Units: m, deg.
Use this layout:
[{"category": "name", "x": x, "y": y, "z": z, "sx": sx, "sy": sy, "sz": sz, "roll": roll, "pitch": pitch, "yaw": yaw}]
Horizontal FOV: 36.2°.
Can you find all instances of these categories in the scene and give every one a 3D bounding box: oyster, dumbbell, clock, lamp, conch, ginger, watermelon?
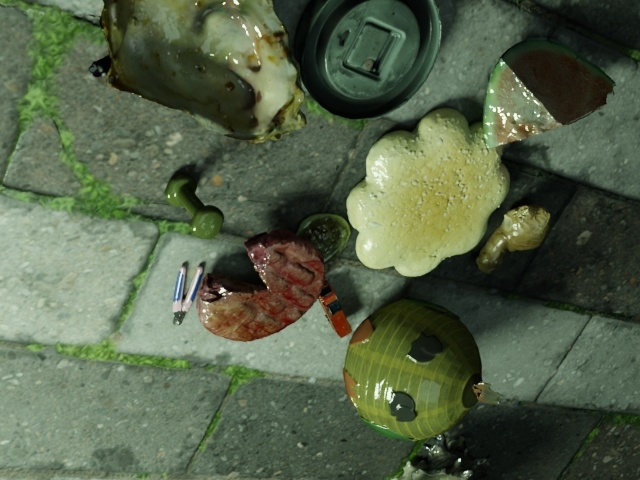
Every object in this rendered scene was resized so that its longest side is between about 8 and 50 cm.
[{"category": "oyster", "x": -0.137, "y": -0.266, "z": 1.276, "sx": 0.361, "sy": 0.096, "sz": 0.221, "roll": 21, "pitch": 106, "yaw": -38}, {"category": "dumbbell", "x": -0.180, "y": -0.049, "z": 1.388, "sx": 0.046, "sy": 0.118, "sz": 0.052, "roll": 8, "pitch": 116, "yaw": -38}, {"category": "clock", "x": 0.068, "y": -0.282, "z": 1.409, "sx": 0.226, "sy": 0.049, "sz": 0.226, "roll": -14, "pitch": 127, "yaw": -20}, {"category": "lamp", "x": 0.179, "y": 0.232, "z": 1.680, "sx": 0.250, "sy": 0.284, "sz": 0.250, "roll": -30, "pitch": 128, "yaw": -47}, {"category": "conch", "x": 0.235, "y": 0.515, "z": 2.010, "sx": 0.241, "sy": 0.186, "sz": 0.313, "roll": -5, "pitch": 144, "yaw": -19}, {"category": "ginger", "x": 0.351, "y": -0.003, "z": 1.760, "sx": 0.096, "sy": 0.067, "sz": 0.165, "roll": 16, "pitch": 127, "yaw": -36}, {"category": "watermelon", "x": 0.345, "y": -0.252, "z": 1.564, "sx": 0.231, "sy": 0.128, "sz": 0.146, "roll": -28, "pitch": 103, "yaw": -31}]

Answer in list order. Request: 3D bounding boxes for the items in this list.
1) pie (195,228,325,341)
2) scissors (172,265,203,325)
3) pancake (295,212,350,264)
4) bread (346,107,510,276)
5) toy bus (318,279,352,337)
[{"category": "pie", "x": -0.093, "y": 0.075, "z": 1.555, "sx": 0.219, "sy": 0.054, "sz": 0.204, "roll": -33, "pitch": 140, "yaw": 1}, {"category": "scissors", "x": -0.213, "y": 0.087, "z": 1.538, "sx": 0.039, "sy": 0.012, "sz": 0.113, "roll": 0, "pitch": 122, "yaw": -29}, {"category": "pancake", "x": -0.001, "y": 0.001, "z": 1.594, "sx": 0.108, "sy": 0.017, "sz": 0.108, "roll": -12, "pitch": 124, "yaw": -19}, {"category": "bread", "x": 0.186, "y": -0.071, "z": 1.624, "sx": 0.316, "sy": 0.054, "sz": 0.316, "roll": -13, "pitch": 127, "yaw": -19}, {"category": "toy bus", "x": 0.022, "y": 0.119, "z": 1.673, "sx": 0.031, "sy": 0.043, "sz": 0.110, "roll": -30, "pitch": 132, "yaw": -6}]
